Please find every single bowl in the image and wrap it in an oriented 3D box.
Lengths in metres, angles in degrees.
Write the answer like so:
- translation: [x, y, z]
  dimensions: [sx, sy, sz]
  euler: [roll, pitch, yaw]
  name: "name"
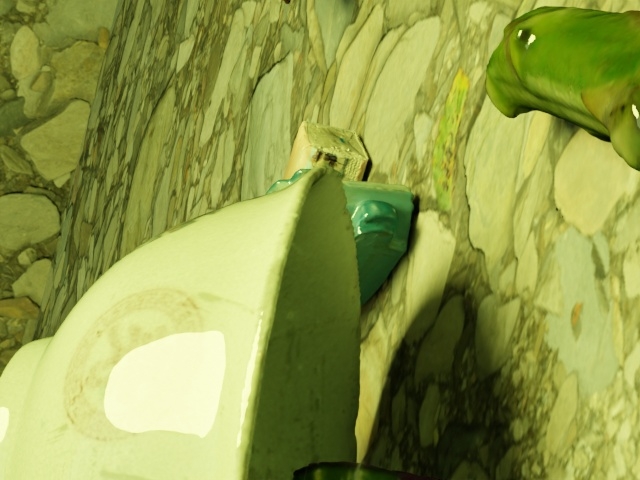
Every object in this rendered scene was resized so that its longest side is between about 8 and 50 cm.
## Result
- translation: [-0.102, 0.160, 1.215]
  dimensions: [0.435, 0.196, 0.434]
  euler: [5, -90, -80]
  name: "bowl"

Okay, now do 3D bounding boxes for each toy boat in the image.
- translation: [0.000, 0.000, 1.477]
  dimensions: [0.215, 0.088, 0.102]
  euler: [126, 142, -52]
  name: "toy boat"

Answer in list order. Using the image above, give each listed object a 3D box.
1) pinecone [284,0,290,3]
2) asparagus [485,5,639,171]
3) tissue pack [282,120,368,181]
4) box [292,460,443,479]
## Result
- translation: [-0.024, -0.318, 1.662]
  dimensions: [0.208, 0.208, 0.207]
  euler: [-168, 90, -75]
  name: "pinecone"
- translation: [0.156, -0.089, 1.031]
  dimensions: [0.343, 0.082, 0.085]
  euler: [-133, 20, -73]
  name: "asparagus"
- translation: [-0.001, -0.045, 1.582]
  dimensions: [0.074, 0.059, 0.094]
  euler: [-108, 34, -65]
  name: "tissue pack"
- translation: [0.028, 0.306, 1.066]
  dimensions: [0.097, 0.134, 0.345]
  euler: [146, 134, -63]
  name: "box"
